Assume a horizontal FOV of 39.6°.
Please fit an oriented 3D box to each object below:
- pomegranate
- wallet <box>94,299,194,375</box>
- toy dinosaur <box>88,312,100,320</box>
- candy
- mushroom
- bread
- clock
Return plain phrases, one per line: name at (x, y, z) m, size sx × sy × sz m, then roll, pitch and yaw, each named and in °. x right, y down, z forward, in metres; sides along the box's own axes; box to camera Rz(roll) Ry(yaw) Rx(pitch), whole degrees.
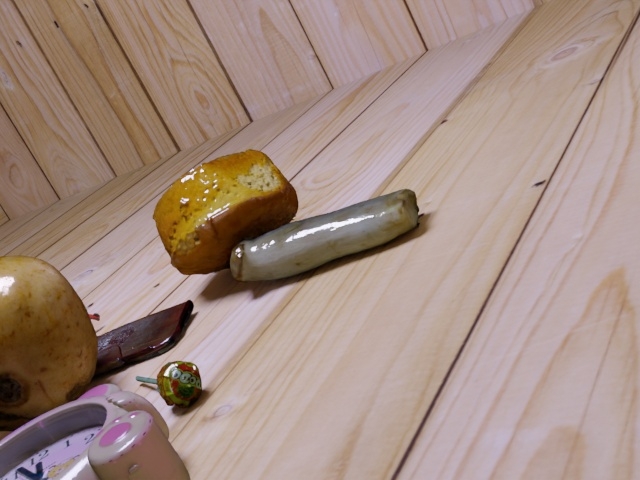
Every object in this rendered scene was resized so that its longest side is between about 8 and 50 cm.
pomegranate at (-0.448, 0.148, 1.293) m, size 0.260 × 0.260 × 0.260 m, roll -25°, pitch 17°, yaw 8°
wallet at (-0.326, 0.172, 1.429) m, size 0.255 × 0.031 × 0.137 m, roll -22°, pitch 17°, yaw 18°
toy dinosaur at (-0.508, 0.219, 1.549) m, size 0.286 × 0.070 × 0.139 m, roll -28°, pitch 26°, yaw -12°
candy at (-0.213, 0.188, 1.188) m, size 0.060 × 0.060 × 0.201 m, roll -37°, pitch 12°, yaw -28°
mushroom at (0.000, 0.000, 1.358) m, size 0.312 × 0.081 × 0.100 m, roll -17°, pitch 22°, yaw 19°
bread at (-0.160, -0.041, 1.506) m, size 0.268 × 0.145 × 0.268 m, roll -33°, pitch -14°, yaw -9°
clock at (-0.292, 0.268, 0.948) m, size 0.284 × 0.114 × 0.309 m, roll -33°, pitch 16°, yaw -12°
